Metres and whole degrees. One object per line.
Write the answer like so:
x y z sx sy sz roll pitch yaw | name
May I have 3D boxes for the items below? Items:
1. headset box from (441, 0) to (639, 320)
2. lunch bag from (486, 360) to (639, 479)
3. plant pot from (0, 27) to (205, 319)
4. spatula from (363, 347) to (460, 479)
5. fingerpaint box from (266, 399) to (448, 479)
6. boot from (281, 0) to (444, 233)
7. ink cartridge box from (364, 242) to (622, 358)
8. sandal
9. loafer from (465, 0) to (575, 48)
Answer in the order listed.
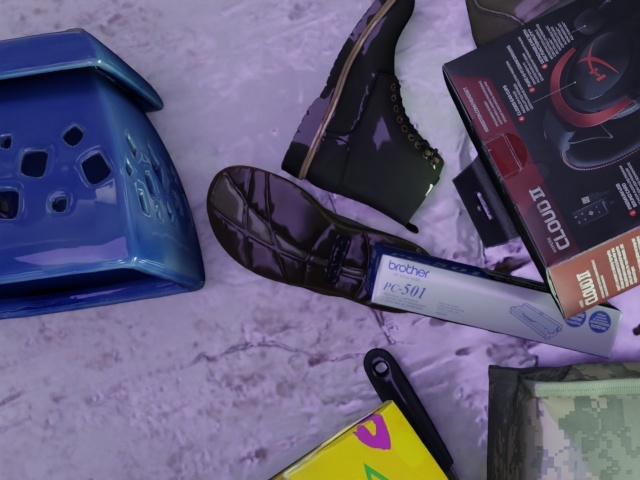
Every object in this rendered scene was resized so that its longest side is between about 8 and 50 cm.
0.251 -0.089 1.422 0.293 0.110 0.218 -26 60 3 | headset box
0.289 0.218 1.440 0.287 0.169 0.235 0 91 -9 | lunch bag
-0.247 -0.054 1.504 0.236 0.236 0.212 -9 81 9 | plant pot
0.118 0.226 1.540 0.084 0.030 0.296 -31 85 10 | spatula
-0.018 0.401 1.397 0.445 0.163 0.371 -38 84 37 | fingerpaint box
0.070 -0.118 1.536 0.137 0.077 0.198 29 107 3 | boot
0.144 0.050 1.483 0.207 0.097 0.046 13 95 -4 | ink cartridge box
0.000 0.000 1.551 0.219 0.060 0.090 19 97 -6 | sandal
0.230 -0.243 1.493 0.251 0.094 0.087 -31 89 7 | loafer
